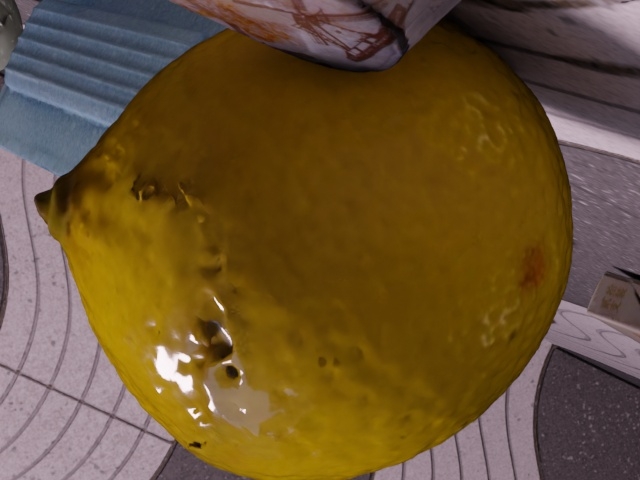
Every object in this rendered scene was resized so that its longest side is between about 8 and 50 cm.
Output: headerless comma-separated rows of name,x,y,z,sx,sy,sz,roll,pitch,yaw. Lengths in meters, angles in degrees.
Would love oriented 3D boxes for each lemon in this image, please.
lemon,0.008,-0.004,0.760,0.228,0.253,0.228,61,172,14

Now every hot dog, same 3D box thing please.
hot dog,-0.058,-0.139,0.623,0.252,0.069,0.131,24,169,-18

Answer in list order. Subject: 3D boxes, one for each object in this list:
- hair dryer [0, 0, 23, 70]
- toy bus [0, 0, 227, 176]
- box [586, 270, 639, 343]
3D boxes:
hair dryer,-0.387,-0.261,1.388,0.267,0.092,0.229,35,170,1
toy bus,-0.075,-0.078,1.018,0.190,0.152,0.312,27,178,-33
box,0.424,0.124,1.342,0.204,0.051,0.365,27,177,-39
